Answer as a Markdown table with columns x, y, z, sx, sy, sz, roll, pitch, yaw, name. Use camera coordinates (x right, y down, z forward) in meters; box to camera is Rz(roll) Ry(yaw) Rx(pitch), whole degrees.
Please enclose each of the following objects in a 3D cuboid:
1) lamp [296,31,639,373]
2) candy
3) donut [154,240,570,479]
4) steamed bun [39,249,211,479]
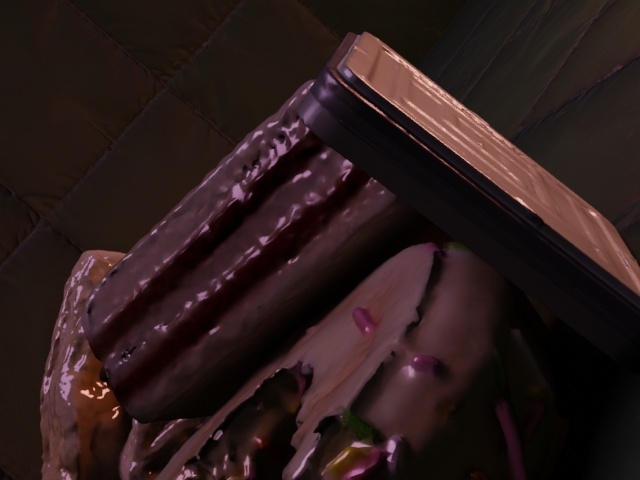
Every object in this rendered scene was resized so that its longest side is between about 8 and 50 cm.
| x | y | z | sx | sy | sz | roll | pitch | yaw | name |
| --- | --- | --- | --- | --- | --- | --- | --- | --- | --- |
| 0.110 | -0.041 | 0.796 | 0.047 | 0.269 | 0.266 | -51 | 6 | 15 | lamp |
| -0.037 | 0.017 | 0.960 | 0.320 | 0.135 | 0.179 | -40 | -22 | 24 | candy |
| 0.021 | 0.146 | 0.798 | 0.307 | 0.150 | 0.371 | -51 | 9 | -37 | donut |
| -0.155 | 0.213 | 1.134 | 0.189 | 0.247 | 0.428 | 137 | 140 | -68 | steamed bun |
